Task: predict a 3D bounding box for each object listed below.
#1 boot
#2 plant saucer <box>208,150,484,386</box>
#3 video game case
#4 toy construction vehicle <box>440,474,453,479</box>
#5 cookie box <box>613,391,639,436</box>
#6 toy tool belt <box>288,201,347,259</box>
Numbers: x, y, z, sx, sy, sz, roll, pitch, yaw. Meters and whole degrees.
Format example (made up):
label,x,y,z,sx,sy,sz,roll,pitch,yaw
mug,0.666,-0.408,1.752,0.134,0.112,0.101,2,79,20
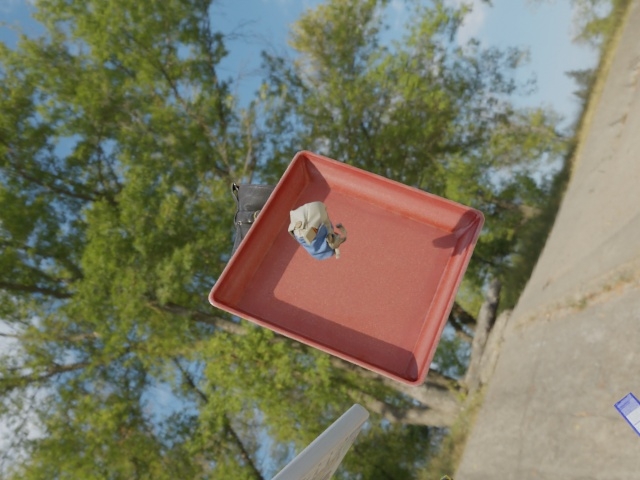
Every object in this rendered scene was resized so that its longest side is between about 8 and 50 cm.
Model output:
label,x,y,z,sx,sy,sz,roll,pitch,yaw
boot,-0.044,0.013,1.167,0.091,0.262,0.229,113,170,-63
plant saucer,0.038,0.029,0.836,0.048,0.258,0.259,93,-159,-55
video game case,-0.065,0.449,1.148,0.329,0.036,0.300,-26,-33,-54
toy construction vehicle,0.240,0.550,1.490,0.098,0.035,0.086,-43,-4,13
cookie box,0.553,0.318,1.151,0.040,0.092,0.107,-44,23,11
toy tool belt,0.000,0.000,0.746,0.083,0.052,0.051,46,-154,-47
